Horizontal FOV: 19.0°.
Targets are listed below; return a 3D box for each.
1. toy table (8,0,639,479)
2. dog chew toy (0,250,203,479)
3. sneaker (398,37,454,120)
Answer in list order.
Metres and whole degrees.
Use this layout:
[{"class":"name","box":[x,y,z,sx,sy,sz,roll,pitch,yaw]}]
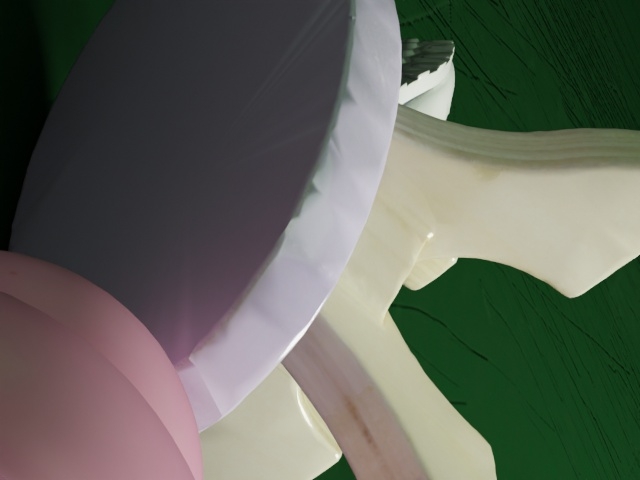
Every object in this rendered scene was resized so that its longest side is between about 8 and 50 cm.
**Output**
[{"class":"toy table","box":[0.000,0.000,0.726,0.161,0.252,0.274,41,37,-28]},{"class":"dog chew toy","box":[-0.114,0.100,0.445,0.332,0.206,0.206,-63,132,-70]},{"class":"sneaker","box":[0.019,-0.036,0.988,0.235,0.090,0.095,-57,138,-57]}]
